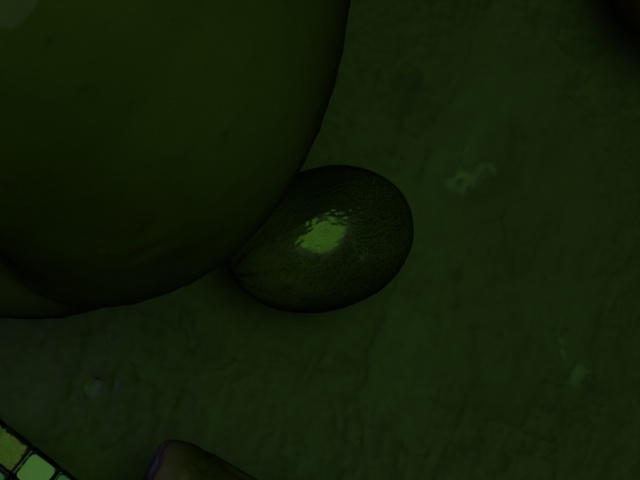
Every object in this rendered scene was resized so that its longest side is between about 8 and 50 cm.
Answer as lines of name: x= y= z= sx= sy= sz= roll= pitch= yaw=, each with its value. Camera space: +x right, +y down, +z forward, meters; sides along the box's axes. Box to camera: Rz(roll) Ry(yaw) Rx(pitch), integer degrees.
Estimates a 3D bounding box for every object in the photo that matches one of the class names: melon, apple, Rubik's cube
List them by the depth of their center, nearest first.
apple: x=-0.205 y=-0.177 z=0.958 sx=0.473 sy=0.473 sz=0.474 roll=2 pitch=82 yaw=-15
Rubik's cube: x=-0.212 y=0.166 z=1.081 sx=0.092 sy=0.092 sz=0.092 roll=40 pitch=74 yaw=-7
melon: x=0.000 y=0.000 z=1.163 sx=0.130 sy=0.098 sz=0.098 roll=-17 pitch=87 yaw=-12

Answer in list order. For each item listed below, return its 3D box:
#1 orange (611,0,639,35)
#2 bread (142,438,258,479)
orange: x=0.266 y=-0.203 z=1.258 sx=0.160 sy=0.112 sz=0.170 roll=48 pitch=40 yaw=1
bread: x=-0.006 y=0.318 z=1.062 sx=0.341 sy=0.210 sz=0.301 roll=28 pitch=78 yaw=-11
